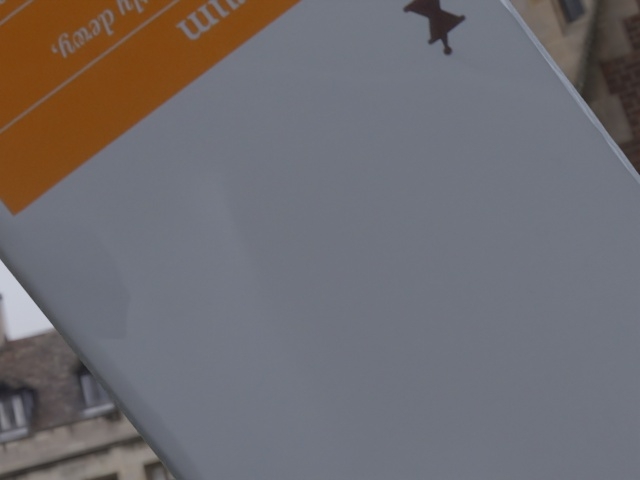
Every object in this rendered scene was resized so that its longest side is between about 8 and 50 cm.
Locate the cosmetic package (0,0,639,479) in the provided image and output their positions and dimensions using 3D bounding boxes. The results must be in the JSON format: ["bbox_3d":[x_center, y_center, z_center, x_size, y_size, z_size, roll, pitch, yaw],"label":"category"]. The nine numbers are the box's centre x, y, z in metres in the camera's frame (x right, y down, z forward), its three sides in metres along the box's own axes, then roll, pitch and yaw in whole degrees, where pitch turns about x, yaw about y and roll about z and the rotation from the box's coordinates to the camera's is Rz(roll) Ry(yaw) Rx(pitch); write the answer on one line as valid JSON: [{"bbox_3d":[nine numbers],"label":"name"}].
[{"bbox_3d":[0.000,0.000,0.529,0.230,0.453,0.161,-39,4,-7],"label":"cosmetic package"}]
